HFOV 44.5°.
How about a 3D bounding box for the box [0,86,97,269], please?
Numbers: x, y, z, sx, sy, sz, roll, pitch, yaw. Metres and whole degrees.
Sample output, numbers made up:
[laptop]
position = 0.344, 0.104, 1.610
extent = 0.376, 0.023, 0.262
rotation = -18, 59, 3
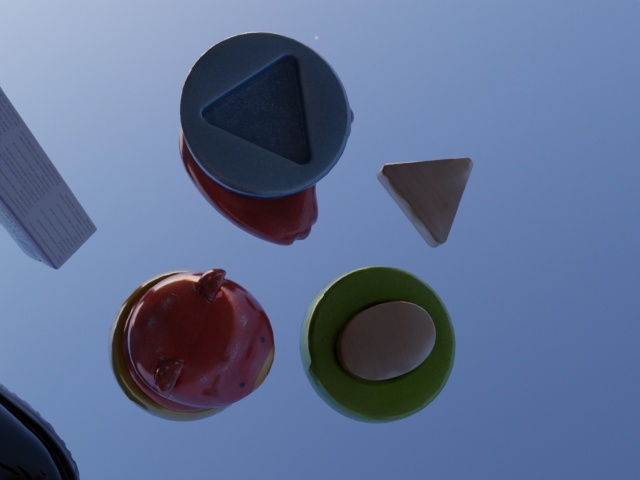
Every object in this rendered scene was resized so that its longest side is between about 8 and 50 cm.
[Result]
[box]
position = -0.316, -0.104, 0.713
extent = 0.063, 0.324, 0.067
rotation = 19, -122, 33

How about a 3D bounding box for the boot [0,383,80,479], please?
[boot]
position = -0.356, 0.190, 0.672
extent = 0.131, 0.348, 0.260
rotation = -39, -169, -3

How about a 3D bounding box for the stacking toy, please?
[stacking toy]
position = 0.000, 0.000, 0.602
extent = 0.279, 0.130, 0.309
rotation = 14, -104, -10
